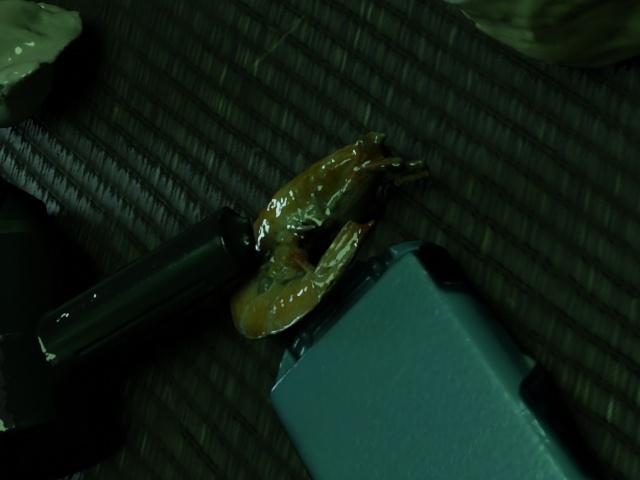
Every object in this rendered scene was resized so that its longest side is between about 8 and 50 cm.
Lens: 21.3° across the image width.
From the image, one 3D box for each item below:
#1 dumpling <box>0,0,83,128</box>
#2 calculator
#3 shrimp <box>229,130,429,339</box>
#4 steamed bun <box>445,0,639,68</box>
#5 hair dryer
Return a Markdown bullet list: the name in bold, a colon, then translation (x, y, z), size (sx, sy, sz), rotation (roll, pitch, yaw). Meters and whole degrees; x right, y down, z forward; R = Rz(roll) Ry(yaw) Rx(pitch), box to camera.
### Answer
- **dumpling**: translation (-0.270, -0.162, 1.445), size (0.188, 0.108, 0.127), rotation (0, 50, 56)
- **calculator**: translation (0.073, 0.131, 1.091), size (0.173, 0.051, 0.293), rotation (-45, 52, 16)
- **shrimp**: translation (0.003, 0.001, 1.183), size (0.187, 0.051, 0.132), rotation (-46, 37, 27)
- **steamed bun**: translation (0.143, -0.270, 1.074), size (0.276, 0.203, 0.289), rotation (-12, 67, 36)
- **hair dryer**: translation (-0.168, 0.018, 1.280), size (0.302, 0.116, 0.244), rotation (-29, 59, 29)
